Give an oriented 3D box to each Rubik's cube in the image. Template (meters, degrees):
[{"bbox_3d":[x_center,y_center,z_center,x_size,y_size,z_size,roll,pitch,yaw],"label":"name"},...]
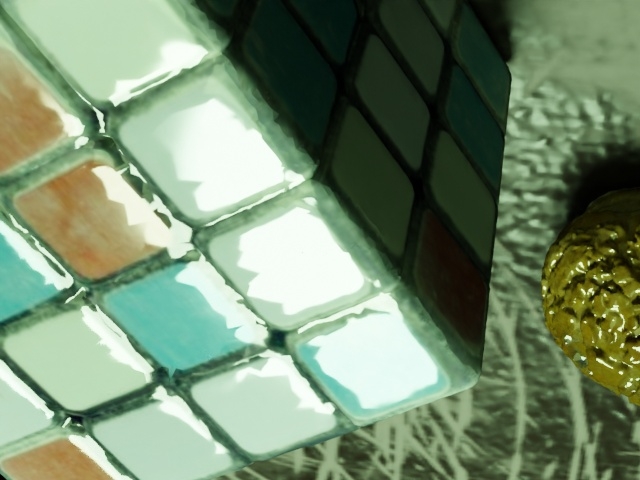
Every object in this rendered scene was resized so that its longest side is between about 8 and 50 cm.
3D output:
[{"bbox_3d":[-0.080,-0.059,0.663,0.253,0.256,0.259,-22,123,26],"label":"Rubik's cube"}]

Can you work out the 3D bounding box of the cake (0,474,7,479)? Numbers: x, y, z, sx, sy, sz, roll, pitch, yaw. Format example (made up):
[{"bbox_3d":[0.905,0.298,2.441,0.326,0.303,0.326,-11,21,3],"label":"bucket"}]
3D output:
[{"bbox_3d":[-0.311,0.109,0.765,0.270,0.320,0.269,-42,149,28],"label":"cake"}]

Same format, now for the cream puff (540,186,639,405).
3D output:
[{"bbox_3d":[0.193,0.038,0.787,0.144,0.103,0.126,36,129,-10],"label":"cream puff"}]
